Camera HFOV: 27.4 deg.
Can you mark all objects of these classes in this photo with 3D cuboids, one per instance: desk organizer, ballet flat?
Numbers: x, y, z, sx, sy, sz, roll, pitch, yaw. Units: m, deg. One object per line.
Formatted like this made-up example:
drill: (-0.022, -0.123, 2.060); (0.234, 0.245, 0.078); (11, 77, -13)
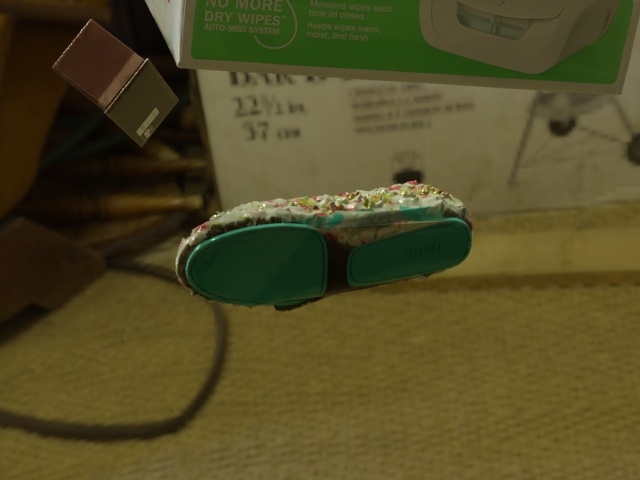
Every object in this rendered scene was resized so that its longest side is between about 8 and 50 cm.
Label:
desk organizer: (-0.143, -0.110, 0.933); (0.047, 0.050, 0.130); (-52, -6, -3)
ballet flat: (0.000, 0.000, 0.987); (0.241, 0.091, 0.077); (-4, 31, -22)

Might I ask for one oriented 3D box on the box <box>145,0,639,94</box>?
box: (0.032, -0.183, 0.794); (0.261, 0.127, 0.231); (2, 22, -15)
